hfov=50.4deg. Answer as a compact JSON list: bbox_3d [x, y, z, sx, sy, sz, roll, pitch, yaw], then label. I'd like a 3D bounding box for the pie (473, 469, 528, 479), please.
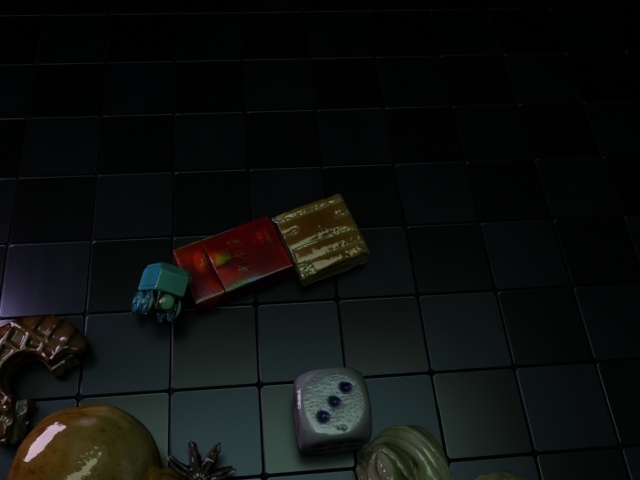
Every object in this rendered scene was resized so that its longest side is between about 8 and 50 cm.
[{"bbox_3d":[0.440,0.736,1.683,0.339,0.077,0.339,1,86,-21],"label":"pie"}]

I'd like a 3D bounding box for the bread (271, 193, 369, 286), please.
[{"bbox_3d":[0.000,0.000,2.113,0.246,0.111,0.239,-19,63,-14],"label":"bread"}]

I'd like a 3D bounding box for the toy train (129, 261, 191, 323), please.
[{"bbox_3d":[-0.458,0.146,1.948,0.112,0.203,0.163,21,75,-30],"label":"toy train"}]

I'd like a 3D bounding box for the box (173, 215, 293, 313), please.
[{"bbox_3d":[-0.265,0.070,2.068,0.313,0.089,0.197,-22,66,-15],"label":"box"}]

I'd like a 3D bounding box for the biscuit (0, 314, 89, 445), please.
[{"bbox_3d":[-0.824,0.354,1.851,0.268,0.115,0.366,26,61,9],"label":"biscuit"}]

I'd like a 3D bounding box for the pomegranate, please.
[{"bbox_3d":[-0.521,0.573,1.595,0.410,0.410,0.410,2,60,-3],"label":"pomegranate"}]

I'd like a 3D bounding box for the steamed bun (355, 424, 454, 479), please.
[{"bbox_3d":[0.219,0.617,1.726,0.289,0.203,0.276,-37,71,-23],"label":"steamed bun"}]

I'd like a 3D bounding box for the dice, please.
[{"bbox_3d":[0.028,0.456,1.811,0.193,0.194,0.192,-3,62,-8],"label":"dice"}]

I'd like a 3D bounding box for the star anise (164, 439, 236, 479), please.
[{"bbox_3d":[-0.327,0.622,1.750,0.231,0.089,0.209,1,73,-2],"label":"star anise"}]
